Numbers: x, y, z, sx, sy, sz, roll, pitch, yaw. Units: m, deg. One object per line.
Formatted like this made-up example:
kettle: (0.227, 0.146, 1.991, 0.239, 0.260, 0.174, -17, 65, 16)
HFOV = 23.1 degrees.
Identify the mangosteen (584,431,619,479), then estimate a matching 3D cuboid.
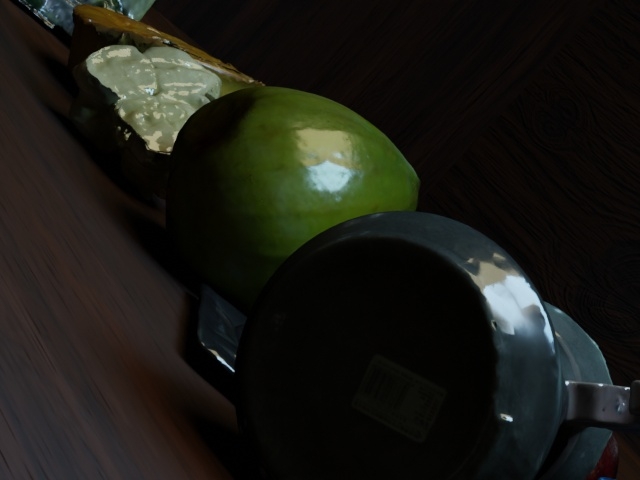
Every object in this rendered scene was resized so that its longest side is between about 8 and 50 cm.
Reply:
mangosteen: (0.255, 0.266, 1.737, 0.200, 0.200, 0.200, 42, 7, -6)

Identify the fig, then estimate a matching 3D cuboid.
fig: (-0.025, -0.042, 1.610, 0.271, 0.239, 0.239, -3, 24, -15)

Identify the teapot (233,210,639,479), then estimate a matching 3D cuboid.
teapot: (0.122, 0.120, 1.247, 0.300, 0.253, 0.344, 2, -6, 24)

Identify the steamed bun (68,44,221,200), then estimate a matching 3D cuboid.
steamed bun: (-0.185, -0.134, 1.779, 0.192, 0.106, 0.177, -24, 61, -42)

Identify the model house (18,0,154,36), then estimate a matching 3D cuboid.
model house: (-0.342, -0.447, 2.293, 0.321, 0.266, 0.261, 40, 3, -19)

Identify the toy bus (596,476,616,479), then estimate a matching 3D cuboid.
toy bus: (0.210, 0.286, 1.249, 0.106, 0.185, 0.090, 37, 4, 20)

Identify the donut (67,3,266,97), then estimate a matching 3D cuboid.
donut: (-0.206, -0.207, 2.003, 0.277, 0.108, 0.277, 24, 6, -3)

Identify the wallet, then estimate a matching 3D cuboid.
wallet: (0.006, 0.164, 1.442, 0.323, 0.041, 0.247, 44, 8, -11)
